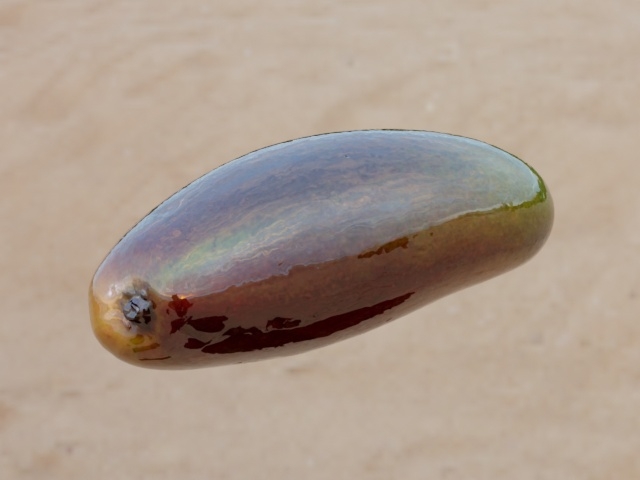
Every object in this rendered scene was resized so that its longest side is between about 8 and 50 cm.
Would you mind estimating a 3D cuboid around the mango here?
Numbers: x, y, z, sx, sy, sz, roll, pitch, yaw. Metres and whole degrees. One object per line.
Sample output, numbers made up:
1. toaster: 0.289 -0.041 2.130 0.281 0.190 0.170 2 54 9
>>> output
1. mango: 0.000 0.000 1.045 0.267 0.111 0.133 -14 -10 -22
